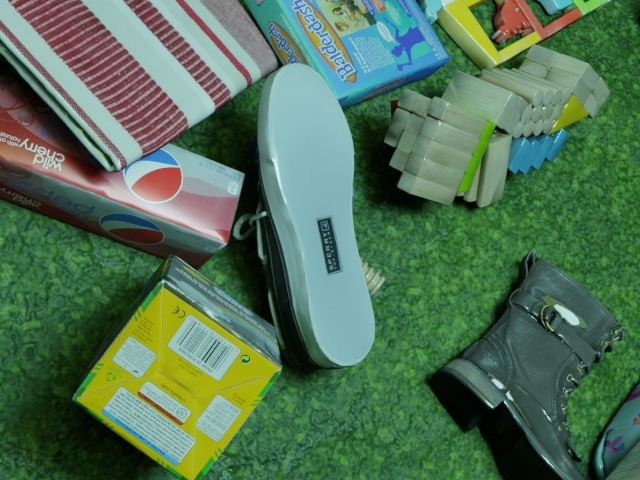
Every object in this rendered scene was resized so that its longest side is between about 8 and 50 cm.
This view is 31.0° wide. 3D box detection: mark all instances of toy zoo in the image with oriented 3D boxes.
[{"bbox_3d":[0.230,-0.333,1.480,0.293,0.030,0.192,-32,87,-32],"label":"toy zoo"}]

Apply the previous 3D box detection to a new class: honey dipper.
[{"bbox_3d":[0.000,0.000,1.242,0.161,0.030,0.030,40,59,-2],"label":"honey dipper"}]

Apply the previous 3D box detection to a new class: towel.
[{"bbox_3d":[-0.191,-0.212,1.159,0.237,0.037,0.329,47,37,-2],"label":"towel"}]

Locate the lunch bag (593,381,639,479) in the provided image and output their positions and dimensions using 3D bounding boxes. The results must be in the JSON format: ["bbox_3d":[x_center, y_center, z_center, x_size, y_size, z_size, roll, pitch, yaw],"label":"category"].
[{"bbox_3d":[0.453,0.247,1.321,0.224,0.108,0.279,48,58,-4],"label":"lunch bag"}]

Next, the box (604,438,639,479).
[{"bbox_3d":[0.443,0.210,1.193,0.311,0.121,0.148,-39,91,-32],"label":"box"}]

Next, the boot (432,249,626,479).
[{"bbox_3d":[0.269,0.158,1.272,0.229,0.091,0.263,-39,87,-32],"label":"boot"}]

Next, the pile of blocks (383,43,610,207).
[{"bbox_3d":[0.190,-0.137,1.357,0.362,0.149,0.113,-20,37,-40],"label":"pile of blocks"}]

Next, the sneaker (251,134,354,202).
[{"bbox_3d":[-0.017,-0.074,1.253,0.135,0.052,0.058,42,48,-15],"label":"sneaker"}]

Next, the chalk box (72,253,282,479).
[{"bbox_3d":[-0.126,0.107,1.055,0.132,0.213,0.132,37,92,-7],"label":"chalk box"}]

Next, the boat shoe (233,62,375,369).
[{"bbox_3d":[-0.023,-0.021,1.172,0.113,0.105,0.306,-15,92,-41],"label":"boat shoe"}]

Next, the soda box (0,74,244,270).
[{"bbox_3d":[-0.214,-0.062,1.120,0.263,0.092,0.083,21,64,-18],"label":"soda box"}]

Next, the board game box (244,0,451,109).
[{"bbox_3d":[0.035,-0.240,1.317,0.210,0.047,0.160,-25,83,-43],"label":"board game box"}]
